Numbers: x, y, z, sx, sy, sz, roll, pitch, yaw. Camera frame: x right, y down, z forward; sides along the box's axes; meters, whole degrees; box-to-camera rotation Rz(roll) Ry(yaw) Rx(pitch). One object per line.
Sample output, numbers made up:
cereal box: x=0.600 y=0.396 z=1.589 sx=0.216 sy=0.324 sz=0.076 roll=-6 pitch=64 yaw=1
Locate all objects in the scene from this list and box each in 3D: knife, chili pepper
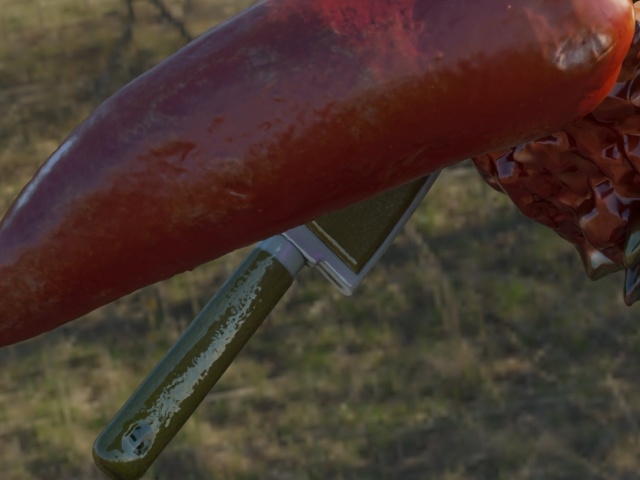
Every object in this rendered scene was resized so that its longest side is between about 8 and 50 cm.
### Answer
knife: x=0.000 y=0.000 z=0.668 sx=0.256 sy=0.046 sz=0.022 roll=-51 pitch=10 yaw=-26
chili pepper: x=0.009 y=-0.042 z=0.486 sx=0.272 sy=0.071 sz=0.063 roll=-25 pitch=7 yaw=-2

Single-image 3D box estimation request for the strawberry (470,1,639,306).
strawberry: x=0.101 y=-0.107 z=0.679 sx=0.233 sy=0.306 sz=0.138 roll=-6 pitch=-34 yaw=-47
